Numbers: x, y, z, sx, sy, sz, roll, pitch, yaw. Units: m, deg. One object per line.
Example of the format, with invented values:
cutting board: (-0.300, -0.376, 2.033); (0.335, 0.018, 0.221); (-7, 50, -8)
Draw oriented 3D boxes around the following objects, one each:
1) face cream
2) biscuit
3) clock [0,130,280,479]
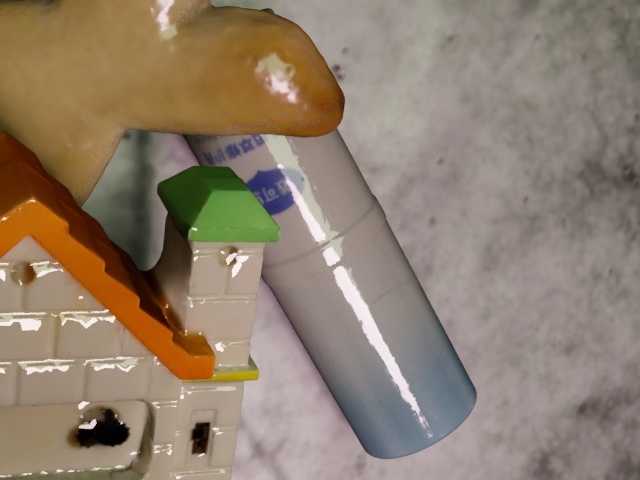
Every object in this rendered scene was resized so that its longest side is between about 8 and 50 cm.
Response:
face cream: (0.000, 0.000, 0.708); (0.077, 0.077, 0.250); (-34, 107, -15)
biscuit: (-0.111, -0.084, 0.623); (0.207, 0.047, 0.164); (-25, 108, 15)
clock: (-0.145, 0.079, 0.607); (0.219, 0.106, 0.255); (0, 113, -23)
